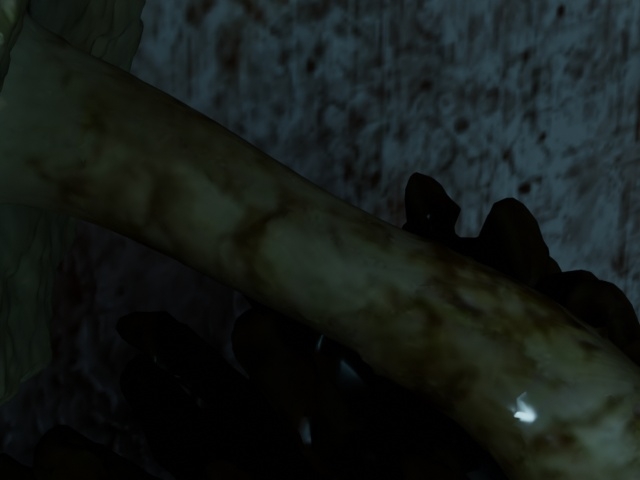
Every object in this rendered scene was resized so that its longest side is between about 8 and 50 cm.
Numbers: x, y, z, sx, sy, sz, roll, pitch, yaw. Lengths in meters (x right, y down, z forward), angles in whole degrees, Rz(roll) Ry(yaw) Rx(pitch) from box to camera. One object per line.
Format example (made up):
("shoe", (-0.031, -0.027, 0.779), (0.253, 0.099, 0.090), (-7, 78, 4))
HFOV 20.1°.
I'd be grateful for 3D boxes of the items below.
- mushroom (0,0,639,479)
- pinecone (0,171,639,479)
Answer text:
("mushroom", (-0.029, 0.011, 0.487), (0.302, 0.208, 0.233), (47, 33, -14))
("pinecone", (0.004, 0.178, 0.652), (0.384, 0.384, 0.385), (-19, 122, -35))
